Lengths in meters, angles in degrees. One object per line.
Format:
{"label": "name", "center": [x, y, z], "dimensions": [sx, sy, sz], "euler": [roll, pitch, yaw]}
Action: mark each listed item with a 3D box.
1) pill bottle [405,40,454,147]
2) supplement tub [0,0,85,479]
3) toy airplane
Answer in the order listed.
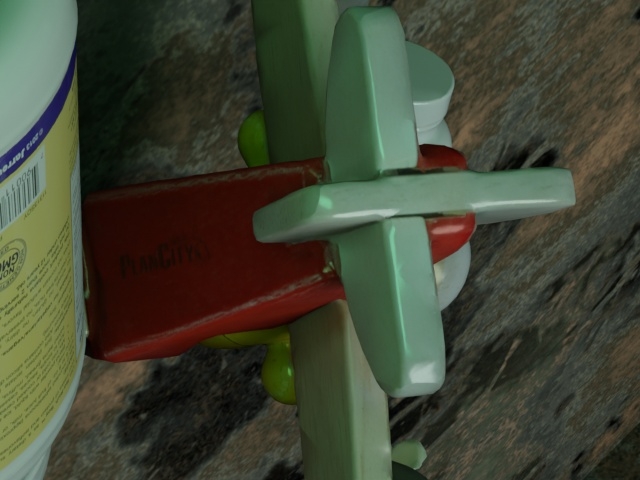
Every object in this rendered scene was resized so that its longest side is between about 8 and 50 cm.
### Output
{"label": "pill bottle", "center": [0.036, -0.051, 1.267], "dimensions": [0.108, 0.108, 0.193], "euler": [-24, 144, -39]}
{"label": "supplement tub", "center": [-0.231, -0.003, 0.787], "dimensions": [0.241, 0.241, 0.331], "euler": [-31, 149, -30]}
{"label": "toy airplane", "center": [0.000, 0.000, 0.978], "dimensions": [0.272, 0.384, 0.386], "euler": [0, 125, -43]}
